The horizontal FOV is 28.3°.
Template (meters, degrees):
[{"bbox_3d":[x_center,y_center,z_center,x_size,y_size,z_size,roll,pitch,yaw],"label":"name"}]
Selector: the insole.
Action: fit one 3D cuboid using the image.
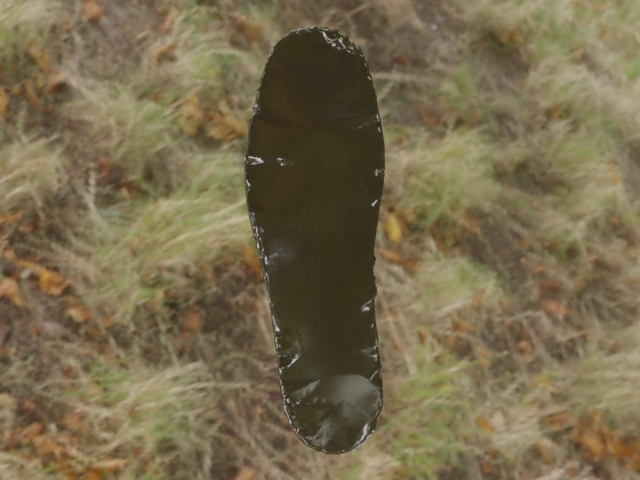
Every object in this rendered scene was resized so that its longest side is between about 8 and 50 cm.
[{"bbox_3d":[0.000,0.000,0.965,0.111,0.007,0.327,-4,90,-12],"label":"insole"}]
